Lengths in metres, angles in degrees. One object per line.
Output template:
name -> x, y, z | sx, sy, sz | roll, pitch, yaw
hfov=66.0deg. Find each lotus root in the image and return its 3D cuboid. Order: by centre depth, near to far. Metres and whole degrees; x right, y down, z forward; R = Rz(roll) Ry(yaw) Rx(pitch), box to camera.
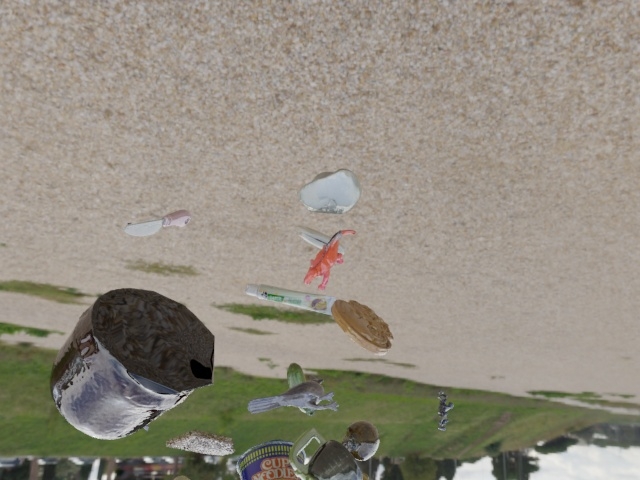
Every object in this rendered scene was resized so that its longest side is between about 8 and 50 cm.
lotus root -> 0.132, 0.642, 1.584 | 0.120, 0.120, 0.209 | -3, 164, 17

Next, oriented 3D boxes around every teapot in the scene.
teapot -> 0.003, 0.413, 0.885 | 0.091, 0.092, 0.124 | -26, -150, -36

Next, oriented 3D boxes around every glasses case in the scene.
glasses case -> 0.000, 0.000, 1.660 | 0.204, 0.051, 0.081 | 25, -179, -34

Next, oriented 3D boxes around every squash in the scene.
squash -> -0.078, 0.591, 1.953 | 0.077, 0.219, 0.068 | -25, -179, -42

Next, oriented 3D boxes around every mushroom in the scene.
mushroom -> 0.017, -0.135, 1.311 | 0.159, 0.122, 0.328 | 12, -173, -5

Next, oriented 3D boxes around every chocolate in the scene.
chocolate -> -0.518, 0.358, 1.318 | 0.384, 0.383, 0.331 | 22, 110, -45

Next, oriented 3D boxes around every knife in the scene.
knife -> -0.593, -0.058, 1.785 | 0.043, 0.081, 0.336 | 38, -156, 14

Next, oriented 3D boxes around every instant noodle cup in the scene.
instant noodle cup -> -0.163, 0.954, 1.811 | 0.284, 0.312, 0.284 | -6, 124, -9

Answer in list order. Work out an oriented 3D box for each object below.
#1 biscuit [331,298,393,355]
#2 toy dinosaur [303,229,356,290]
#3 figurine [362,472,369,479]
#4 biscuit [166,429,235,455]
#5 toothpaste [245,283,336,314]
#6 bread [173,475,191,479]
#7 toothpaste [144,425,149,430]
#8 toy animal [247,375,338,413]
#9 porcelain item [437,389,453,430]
biscuit -> 0.130, 0.238, 1.405 | 0.202, 0.044, 0.289 | 42, -166, 19
toy dinosaur -> 0.035, 0.010, 1.301 | 0.070, 0.286, 0.139 | 26, 137, 15
figurine -> 0.052, 0.869, 1.547 | 0.327, 0.218, 0.169 | -15, 157, -34
biscuit -> -0.329, 0.609, 1.470 | 0.131, 0.026, 0.237 | -26, 139, 27
toothpaste -> -0.095, 0.186, 1.608 | 0.314, 0.056, 0.058 | 9, 167, 19
bread -> -0.575, 1.038, 1.813 | 0.155, 0.187, 0.338 | 47, -179, 0
toothpaste -> -0.630, 0.630, 1.719 | 0.024, 0.083, 0.015 | -58, 168, 31
toy animal -> -0.045, 0.512, 1.611 | 0.206, 0.081, 0.367 | 2, -178, 31
porcelain item -> 0.422, 0.562, 1.656 | 0.021, 0.136, 0.075 | 22, 139, -16
